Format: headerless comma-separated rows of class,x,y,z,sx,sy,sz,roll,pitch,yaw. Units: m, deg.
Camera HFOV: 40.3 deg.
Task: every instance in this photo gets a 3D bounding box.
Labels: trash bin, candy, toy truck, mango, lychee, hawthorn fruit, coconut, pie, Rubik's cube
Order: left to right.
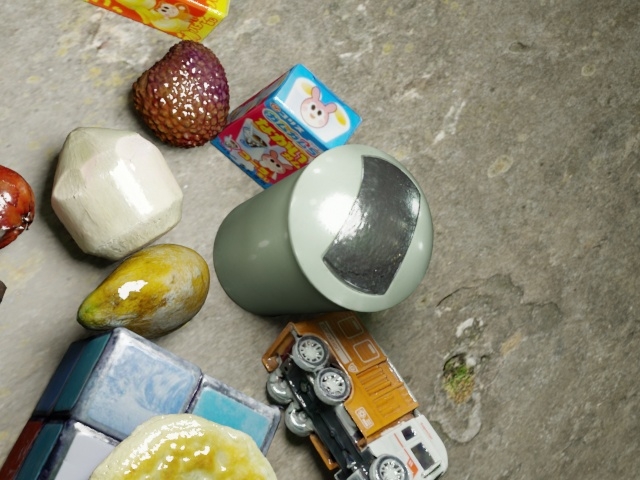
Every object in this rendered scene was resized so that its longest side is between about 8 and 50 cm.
hawthorn fruit,-0.558,-0.065,1.437,0.172,0.148,0.148,30,67,-4
coconut,-0.356,-0.092,1.512,0.224,0.224,0.234,-28,92,-30
Rubik's cube,-0.300,0.348,1.399,0.313,0.316,0.319,32,66,-21
mango,-0.297,0.089,1.479,0.146,0.192,0.316,52,17,11
candy,-0.319,-0.477,1.641,0.276,0.146,0.088,16,72,-25
pie,-0.200,0.406,1.222,0.337,0.075,0.338,5,80,-29
lychee,-0.248,-0.264,1.621,0.188,0.188,0.188,6,78,-28
candy,-0.071,-0.205,1.633,0.157,0.305,0.100,41,64,-17
trash bin,0.000,0.000,1.563,0.280,0.432,0.281,5,79,-29
toy truck,0.073,0.321,1.634,0.206,0.173,0.388,-20,68,-37

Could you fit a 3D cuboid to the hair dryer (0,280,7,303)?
hair dryer,-0.709,0.065,1.372,0.303,0.120,0.359,-41,91,-14
